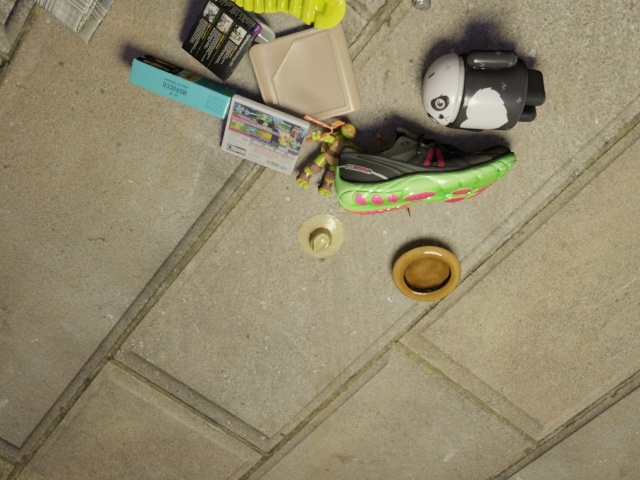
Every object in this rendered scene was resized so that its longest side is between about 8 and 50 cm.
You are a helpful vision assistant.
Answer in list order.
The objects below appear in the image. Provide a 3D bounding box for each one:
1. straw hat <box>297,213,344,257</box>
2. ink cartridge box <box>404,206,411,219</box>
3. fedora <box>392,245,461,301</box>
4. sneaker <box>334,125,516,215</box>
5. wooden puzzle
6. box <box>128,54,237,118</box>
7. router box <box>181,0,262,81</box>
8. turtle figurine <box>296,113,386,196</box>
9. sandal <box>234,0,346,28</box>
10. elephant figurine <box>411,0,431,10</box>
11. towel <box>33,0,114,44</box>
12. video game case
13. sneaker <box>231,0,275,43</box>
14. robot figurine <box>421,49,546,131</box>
[{"bbox_3d":[0.000,0.000,1.552,0.144,0.061,0.145,1,116,2],"label":"straw hat"},{"bbox_3d":[0.221,-0.116,1.482,0.029,0.063,0.115,-10,115,7],"label":"ink cartridge box"},{"bbox_3d":[0.303,0.082,1.565,0.194,0.079,0.195,4,119,7],"label":"fedora"},{"bbox_3d":[0.266,-0.196,1.355,0.482,0.185,0.203,-8,76,-15],"label":"sneaker"},{"bbox_3d":[-0.035,-0.407,1.371,0.238,0.044,0.221,-15,114,5],"label":"wooden puzzle"},{"bbox_3d":[-0.338,-0.384,1.363,0.244,0.101,0.060,21,114,-7],"label":"box"},{"bbox_3d":[-0.237,-0.481,1.298,0.133,0.046,0.179,38,141,-14],"label":"router box"},{"bbox_3d":[0.023,-0.228,1.415,0.269,0.087,0.217,11,127,-39],"label":"turtle figurine"},{"bbox_3d":[-0.089,-0.580,1.240,0.317,0.138,0.126,21,132,-5],"label":"sandal"},{"bbox_3d":[0.178,-0.654,1.193,0.239,0.186,0.170,14,73,-15],"label":"elephant figurine"},{"bbox_3d":[-0.599,-0.676,1.261,0.324,0.056,0.312,37,112,-15],"label":"towel"},{"bbox_3d":[-0.146,-0.268,1.412,0.201,0.023,0.183,20,141,-6],"label":"video game case"},{"bbox_3d":[-0.171,-0.527,1.300,0.152,0.061,0.054,29,147,-7],"label":"sneaker"},{"bbox_3d":[0.381,-0.349,1.298,0.277,0.174,0.209,5,114,0],"label":"robot figurine"}]
